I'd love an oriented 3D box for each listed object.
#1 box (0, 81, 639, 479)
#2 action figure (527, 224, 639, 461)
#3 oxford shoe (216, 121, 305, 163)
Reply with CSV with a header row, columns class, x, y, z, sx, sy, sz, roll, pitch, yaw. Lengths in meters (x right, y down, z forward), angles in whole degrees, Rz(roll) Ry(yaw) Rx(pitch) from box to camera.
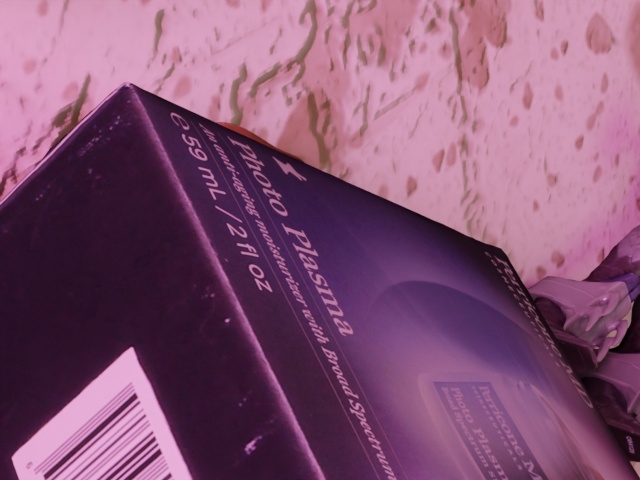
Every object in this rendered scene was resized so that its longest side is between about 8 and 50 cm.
class,x,y,z,sx,sy,sz,roll,pitch,yaw
box,0.009,0.126,0.753,0.183,0.296,0.294,-41,145,20
action figure,0.233,0.017,1.174,0.285,0.099,0.185,-49,122,-37
oxford shoe,0.000,0.000,0.921,0.212,0.076,0.076,45,26,-55
